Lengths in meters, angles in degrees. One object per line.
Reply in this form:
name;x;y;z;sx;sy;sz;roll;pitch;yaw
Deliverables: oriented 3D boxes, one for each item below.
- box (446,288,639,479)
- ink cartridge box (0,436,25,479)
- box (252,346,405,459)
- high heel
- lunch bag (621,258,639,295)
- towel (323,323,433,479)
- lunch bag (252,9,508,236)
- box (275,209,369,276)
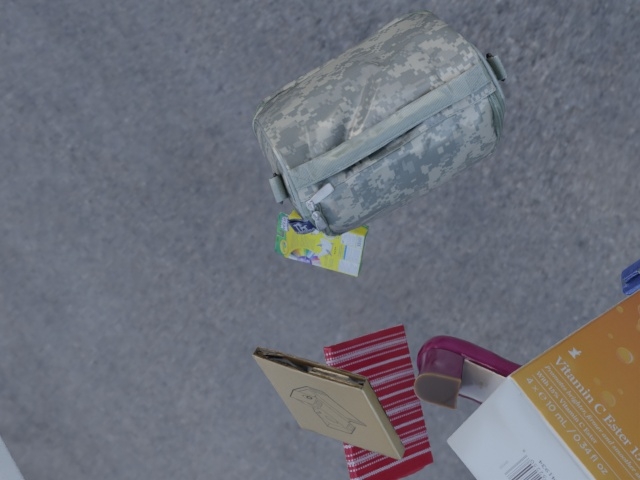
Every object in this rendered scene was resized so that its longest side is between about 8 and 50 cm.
box;0.365;0.215;1.153;0.215;0.345;0.168;51;141;19
ink cartridge box;-0.370;0.208;0.756;0.283;0.117;0.207;-16;104;35
box;0.014;0.216;1.251;0.164;0.021;0.201;12;149;29
high heel;0.345;0.244;1.585;0.377;0.181;0.127;20;114;8
lunch bag;0.678;0.080;1.998;0.065;0.067;0.098;22;139;-20
towel;0.104;0.303;1.702;0.031;0.199;0.274;-12;90;49
lunch bag;0.069;-0.143;1.196;0.305;0.256;0.212;-30;98;1
box;0.000;0.000;1.886;0.179;0.043;0.105;15;124;8
